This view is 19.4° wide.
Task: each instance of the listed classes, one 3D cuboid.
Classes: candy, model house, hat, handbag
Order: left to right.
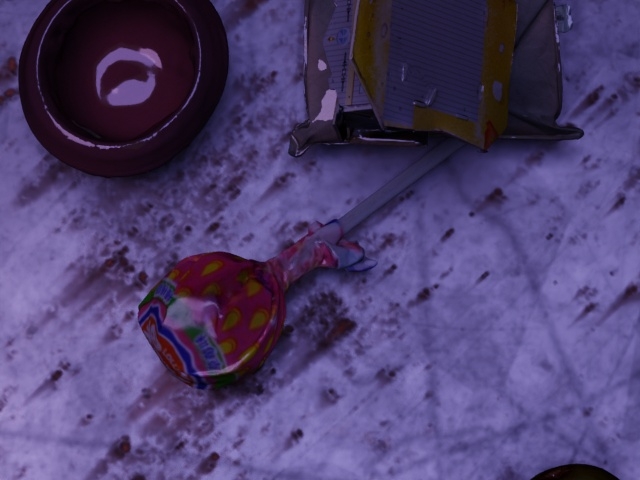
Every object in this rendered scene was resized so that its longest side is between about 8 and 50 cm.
[{"bbox_3d":[-0.180,-0.156,1.732,0.205,0.089,0.205,-1,80,6],"label":"hat"},{"bbox_3d":[0.000,0.000,1.698,0.365,0.124,0.124,-36,79,-17],"label":"candy"},{"bbox_3d":[0.054,-0.187,1.602,0.136,0.207,0.219,-4,81,45],"label":"model house"},{"bbox_3d":[0.103,-0.171,1.711,0.270,0.117,0.182,-2,91,5],"label":"handbag"}]

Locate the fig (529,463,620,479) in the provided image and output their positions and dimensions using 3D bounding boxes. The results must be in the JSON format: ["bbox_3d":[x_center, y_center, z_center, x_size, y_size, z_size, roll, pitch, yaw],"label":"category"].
[{"bbox_3d":[0.235,0.310,1.616,0.124,0.124,0.236,-12,92,-1],"label":"fig"}]
